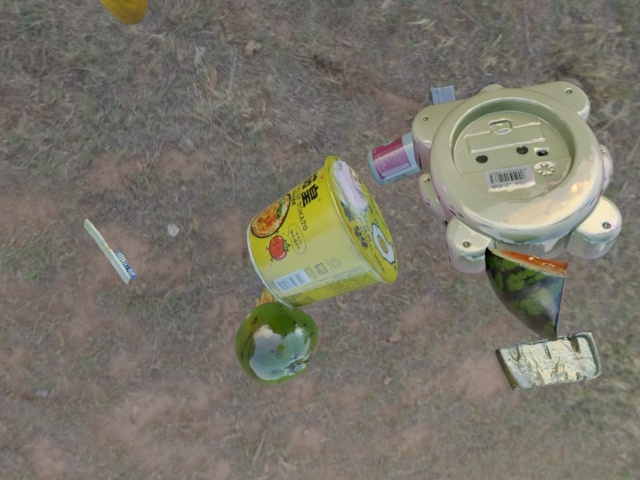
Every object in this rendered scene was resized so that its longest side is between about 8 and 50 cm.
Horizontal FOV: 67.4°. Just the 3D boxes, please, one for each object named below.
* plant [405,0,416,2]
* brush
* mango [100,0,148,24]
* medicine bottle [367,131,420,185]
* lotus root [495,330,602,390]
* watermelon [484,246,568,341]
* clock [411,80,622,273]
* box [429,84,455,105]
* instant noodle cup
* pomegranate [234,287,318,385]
[{"bbox_3d":[0.141,-0.552,0.750,0.305,0.297,0.262,-19,97,1],"label":"plant"},{"bbox_3d":[-0.487,0.022,1.116,0.030,0.033,0.179,-35,86,-37],"label":"brush"},{"bbox_3d":[-0.485,-0.617,1.165,0.109,0.227,0.147,15,68,0],"label":"mango"},{"bbox_3d":[0.217,-0.200,1.071,0.216,0.090,0.090,-21,121,24],"label":"medicine bottle"},{"bbox_3d":[0.580,0.312,1.232,0.234,0.119,0.138,-15,159,16],"label":"lotus root"},{"bbox_3d":[0.270,0.061,0.589,0.094,0.125,0.135,-36,114,-16],"label":"watermelon"},{"bbox_3d":[0.295,-0.103,0.750,0.283,0.310,0.114,-7,147,10],"label":"clock"},{"bbox_3d":[0.281,-0.313,1.101,0.054,0.099,0.074,-11,86,12],"label":"box"},{"bbox_3d":[0.000,0.000,1.133,0.254,0.326,0.326,-27,120,21],"label":"instant noodle cup"},{"bbox_3d":[-0.136,0.257,1.354,0.235,0.302,0.236,-13,131,-15],"label":"pomegranate"}]
